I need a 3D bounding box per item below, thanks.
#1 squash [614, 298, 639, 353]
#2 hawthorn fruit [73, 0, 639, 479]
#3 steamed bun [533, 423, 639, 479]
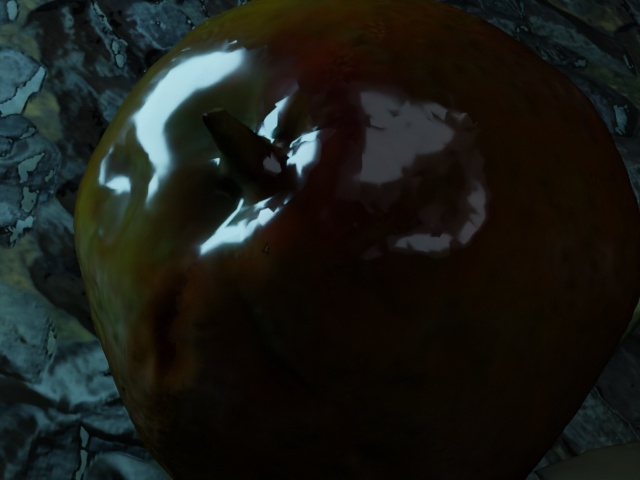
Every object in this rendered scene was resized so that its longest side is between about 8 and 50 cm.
[{"bbox_3d":[0.136,-0.006,1.049,0.200,0.075,0.090,38,60,12],"label":"squash"},{"bbox_3d":[0.000,0.000,0.733,0.277,0.277,0.298,52,6,28],"label":"hawthorn fruit"},{"bbox_3d":[0.152,0.176,0.736,0.170,0.200,0.225,62,26,2],"label":"steamed bun"}]
